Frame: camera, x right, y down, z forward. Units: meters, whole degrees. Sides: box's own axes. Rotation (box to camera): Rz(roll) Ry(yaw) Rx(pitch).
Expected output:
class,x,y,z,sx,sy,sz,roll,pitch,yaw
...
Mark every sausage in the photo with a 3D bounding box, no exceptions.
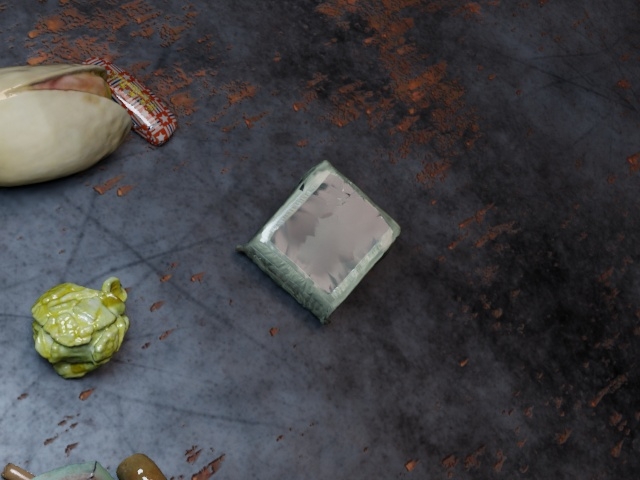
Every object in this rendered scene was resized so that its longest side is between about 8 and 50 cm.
class,x,y,z,sx,sy,sz,roll,pitch,yaw
sausage,-0.382,0.341,1.255,0.116,0.026,0.026,33,54,-7

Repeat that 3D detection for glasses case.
class,x,y,z,sx,sy,sz,roll,pitch,yaw
glasses case,-0.329,-0.245,1.576,0.194,0.049,0.073,39,54,-4

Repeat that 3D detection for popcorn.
class,x,y,z,sx,sy,sz,roll,pitch,yaw
popcorn,-0.348,0.120,1.323,0.135,0.141,0.162,38,93,-7

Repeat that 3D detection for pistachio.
class,x,y,z,sx,sy,sz,roll,pitch,yaw
pistachio,-0.438,-0.187,1.407,0.299,0.187,0.187,-22,76,-38

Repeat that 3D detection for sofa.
class,x,y,z,sx,sy,sz,roll,pitch,yaw
sofa,0.000,0.000,1.599,0.210,0.176,0.225,40,82,-3

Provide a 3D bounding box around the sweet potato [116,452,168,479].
class,x,y,z,sx,sy,sz,roll,pitch,yaw
sweet potato,-0.165,0.466,1.255,0.109,0.109,0.385,-15,65,-32

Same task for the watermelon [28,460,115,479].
class,x,y,z,sx,sy,sz,roll,pitch,yaw
watermelon,-0.323,0.423,1.162,0.256,0.176,0.260,-47,123,-24
